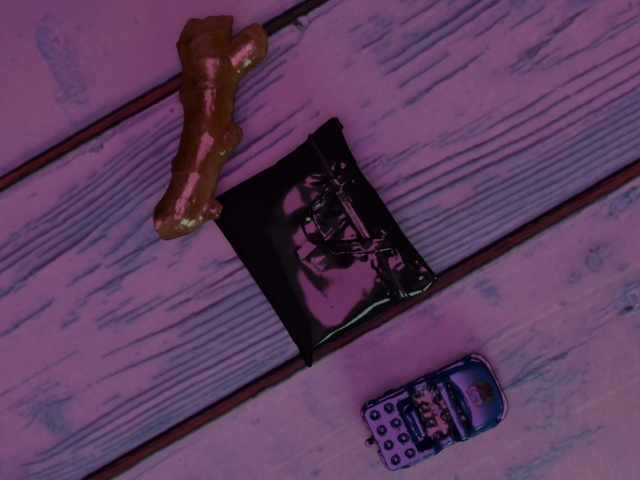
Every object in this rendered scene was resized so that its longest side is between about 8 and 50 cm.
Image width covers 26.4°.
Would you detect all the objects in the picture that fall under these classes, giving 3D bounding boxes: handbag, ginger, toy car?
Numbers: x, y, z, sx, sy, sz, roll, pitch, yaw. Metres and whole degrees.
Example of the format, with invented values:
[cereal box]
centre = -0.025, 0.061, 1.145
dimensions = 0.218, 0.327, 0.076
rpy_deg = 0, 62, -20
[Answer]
[handbag]
centre = 0.000, 0.000, 1.733
dimensions = 0.211, 0.088, 0.254
rpy_deg = -34, 85, 10
[ginger]
centre = -0.152, -0.142, 1.735
dimensions = 0.118, 0.065, 0.299
rpy_deg = 14, 89, 16
[toy car]
centre = 0.144, 0.220, 1.731
dimensions = 0.191, 0.100, 0.097
rpy_deg = -25, 87, -2
